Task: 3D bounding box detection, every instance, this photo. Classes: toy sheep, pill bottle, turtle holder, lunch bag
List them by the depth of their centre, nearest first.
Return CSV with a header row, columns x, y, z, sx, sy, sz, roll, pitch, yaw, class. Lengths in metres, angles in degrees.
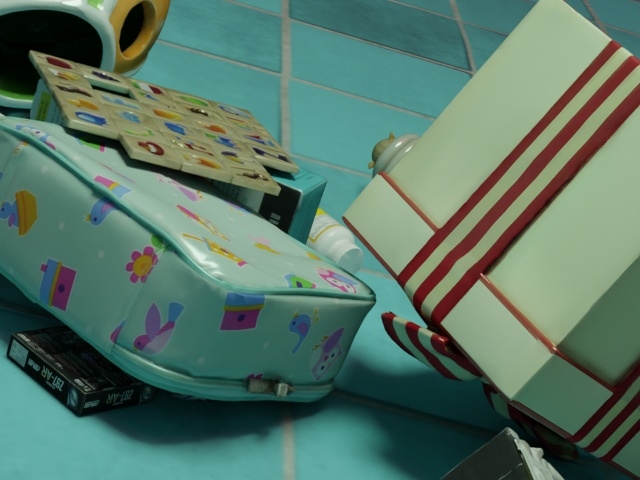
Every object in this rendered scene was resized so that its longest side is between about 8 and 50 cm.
x,y,z,sx,sy,sz,roll,pitch,yaw,class
-0.106,0.019,1.294,0.279,0.108,0.224,34,12,33,lunch bag
0.000,0.000,1.538,0.043,0.043,0.083,-1,29,-41,pill bottle
-0.289,-0.241,1.634,0.320,0.243,0.227,19,36,-24,turtle holder
0.098,-0.053,1.698,0.132,0.091,0.091,37,27,28,toy sheep

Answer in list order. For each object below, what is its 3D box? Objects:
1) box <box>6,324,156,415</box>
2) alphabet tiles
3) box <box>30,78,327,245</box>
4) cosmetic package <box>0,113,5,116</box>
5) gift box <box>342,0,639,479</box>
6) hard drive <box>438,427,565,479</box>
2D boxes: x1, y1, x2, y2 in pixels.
x,y,z,sx,sy,sz,roll,pitch,yaw,class
-0.162,0.086,1.227,0.083,0.018,0.067,33,25,34,box
-0.116,-0.090,1.415,0.198,0.009,0.237,14,16,-22,alphabet tiles
-0.125,-0.048,1.476,0.244,0.100,0.060,24,21,14,box
-0.337,-0.042,1.267,0.085,0.117,0.231,32,24,28,cosmetic package
0.187,0.009,1.311,0.255,0.258,0.276,35,9,-41,gift box
0.171,0.251,0.855,0.237,0.064,0.339,48,9,-18,hard drive
